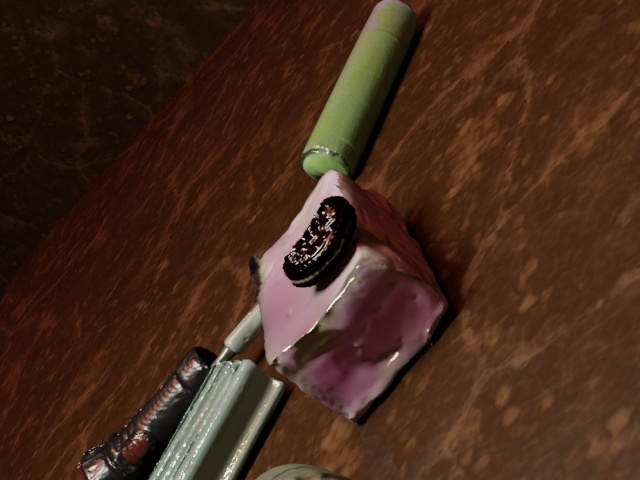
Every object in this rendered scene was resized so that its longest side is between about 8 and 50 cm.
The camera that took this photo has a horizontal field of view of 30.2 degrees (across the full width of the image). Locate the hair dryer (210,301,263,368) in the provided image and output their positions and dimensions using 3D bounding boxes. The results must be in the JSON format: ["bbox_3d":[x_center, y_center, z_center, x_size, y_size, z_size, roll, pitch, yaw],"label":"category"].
[{"bbox_3d":[-0.076,0.085,1.420,0.183,0.044,0.155,-44,16,2],"label":"hair dryer"}]

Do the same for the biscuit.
[{"bbox_3d":[0.000,0.000,1.076,0.087,0.027,0.089,-41,28,26],"label":"biscuit"}]

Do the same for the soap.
[{"bbox_3d":[-0.121,0.228,1.275,0.198,0.063,0.114,-60,17,-19],"label":"soap"}]

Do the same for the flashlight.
[{"bbox_3d":[-0.199,0.231,1.440,0.232,0.093,0.093,-47,19,11],"label":"flashlight"}]

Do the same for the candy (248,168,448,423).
[{"bbox_3d":[0.021,0.043,1.167,0.155,0.116,0.265,-49,18,12],"label":"candy"}]

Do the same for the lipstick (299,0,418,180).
[{"bbox_3d":[0.056,-0.201,1.600,0.076,0.076,0.304,-31,28,50],"label":"lipstick"}]

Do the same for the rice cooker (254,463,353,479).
[{"bbox_3d":[-0.033,0.279,0.541,0.335,0.335,0.325,-57,18,-8],"label":"rice cooker"}]
